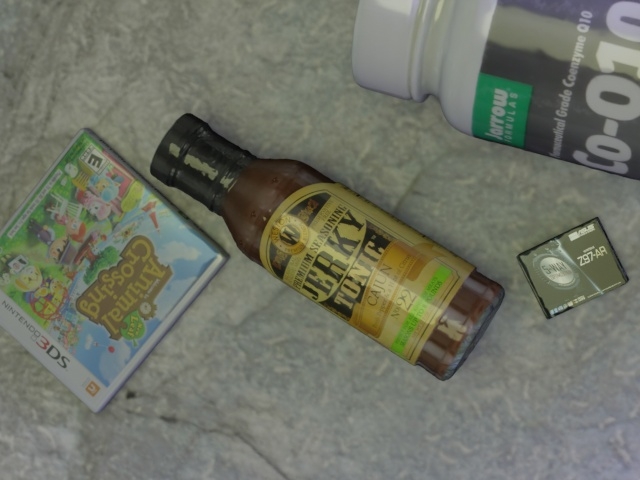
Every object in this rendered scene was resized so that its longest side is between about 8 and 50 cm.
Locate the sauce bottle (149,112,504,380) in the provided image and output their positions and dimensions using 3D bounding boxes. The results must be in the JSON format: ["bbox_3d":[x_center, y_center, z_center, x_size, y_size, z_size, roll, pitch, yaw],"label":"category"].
[{"bbox_3d":[0.000,0.000,1.599,0.344,0.111,0.111,30,102,9],"label":"sauce bottle"}]

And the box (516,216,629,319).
[{"bbox_3d":[0.232,0.026,1.592,0.083,0.018,0.067,-26,90,15],"label":"box"}]

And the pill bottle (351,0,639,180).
[{"bbox_3d":[0.223,-0.168,1.477,0.361,0.204,0.204,16,100,12],"label":"pill bottle"}]

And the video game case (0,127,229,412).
[{"bbox_3d":[-0.226,0.030,1.701,0.193,0.023,0.212,42,104,6],"label":"video game case"}]
